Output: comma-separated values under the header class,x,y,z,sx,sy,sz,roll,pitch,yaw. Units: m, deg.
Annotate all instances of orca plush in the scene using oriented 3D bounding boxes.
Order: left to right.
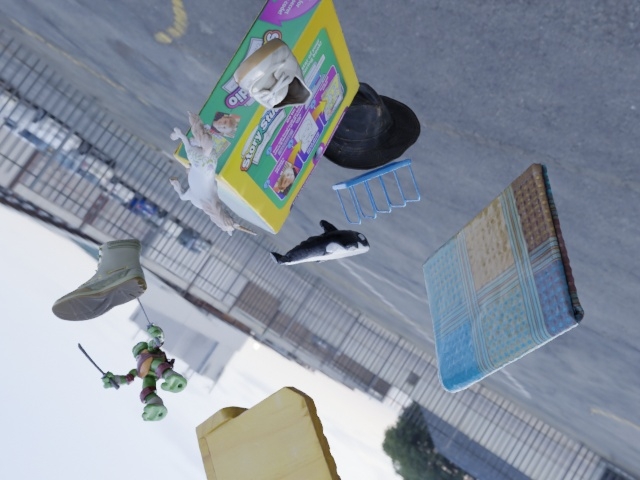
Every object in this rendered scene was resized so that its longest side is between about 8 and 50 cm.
class,x,y,z,sx,sy,sz,roll,pitch,yaw
orca plush,0.000,0.000,1.756,0.151,0.287,0.102,138,119,-69

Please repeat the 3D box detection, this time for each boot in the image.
class,x,y,z,sx,sy,sz,roll,pitch,yaw
boot,-0.501,0.085,1.481,0.165,0.213,0.077,-113,2,-47

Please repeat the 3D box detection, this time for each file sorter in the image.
class,x,y,z,sx,sy,sz,roll,pitch,yaw
file sorter,0.136,-0.116,1.564,0.118,0.170,0.105,-169,58,-76

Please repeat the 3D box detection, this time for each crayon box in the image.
class,x,y,z,sx,sy,sz,roll,pitch,yaw
crayon box,-0.078,-0.229,1.199,0.106,0.363,0.313,26,171,20

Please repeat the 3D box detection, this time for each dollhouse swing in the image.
class,x,y,z,sx,sy,sz,roll,pitch,yaw
dollhouse swing,-0.052,0.495,1.339,0.315,0.304,0.347,35,-152,-58

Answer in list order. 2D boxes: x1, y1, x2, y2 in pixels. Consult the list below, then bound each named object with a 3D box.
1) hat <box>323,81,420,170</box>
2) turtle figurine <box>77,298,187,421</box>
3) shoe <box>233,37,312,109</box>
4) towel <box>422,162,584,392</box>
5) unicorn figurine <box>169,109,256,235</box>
class,x,y,z,sx,sy,sz,roll,pitch,yaw
hat,0.107,-0.343,1.760,0.331,0.331,0.134,29,148,33
turtle figurine,-0.471,0.315,1.661,0.266,0.197,0.275,37,150,47
shoe,-0.052,-0.208,0.841,0.058,0.076,0.219,46,-168,0
towel,0.284,0.079,1.084,0.040,0.272,0.370,6,151,-18
unicorn figurine,-0.152,-0.077,0.850,0.111,0.060,0.162,41,153,37
